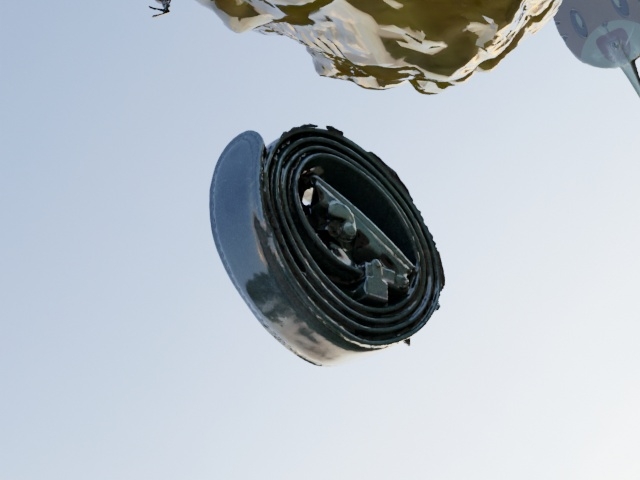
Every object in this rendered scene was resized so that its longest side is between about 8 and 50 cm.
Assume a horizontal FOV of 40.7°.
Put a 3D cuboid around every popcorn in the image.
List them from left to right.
[{"bbox_3d":[0.030,-0.176,0.424,0.250,0.250,0.189,29,-114,-45],"label":"popcorn"}]

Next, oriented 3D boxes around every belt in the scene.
[{"bbox_3d":[0.000,0.000,0.869,0.267,0.116,0.206,51,-133,-7],"label":"belt"}]

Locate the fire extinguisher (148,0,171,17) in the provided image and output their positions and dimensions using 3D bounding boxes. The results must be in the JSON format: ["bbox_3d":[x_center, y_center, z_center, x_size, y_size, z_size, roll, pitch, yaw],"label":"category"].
[{"bbox_3d":[-0.180,-0.303,0.995,0.046,0.100,0.032,-31,-28,32],"label":"fire extinguisher"}]

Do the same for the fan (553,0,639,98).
[{"bbox_3d":[0.321,-0.213,0.939,0.008,0.152,0.226,-31,-85,-21],"label":"fan"}]
